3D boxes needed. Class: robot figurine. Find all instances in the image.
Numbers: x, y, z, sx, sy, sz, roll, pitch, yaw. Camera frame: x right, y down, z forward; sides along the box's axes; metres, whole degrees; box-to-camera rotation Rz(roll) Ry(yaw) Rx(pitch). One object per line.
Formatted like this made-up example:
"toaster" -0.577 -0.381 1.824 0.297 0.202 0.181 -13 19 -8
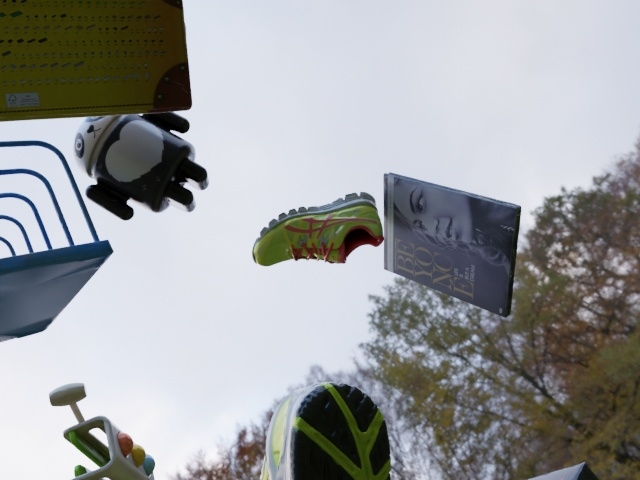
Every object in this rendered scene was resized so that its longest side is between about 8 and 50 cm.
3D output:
"robot figurine" -0.373 -0.165 1.253 0.173 0.278 0.209 -60 2 38

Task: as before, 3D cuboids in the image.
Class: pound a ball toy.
"pound a ball toy" -0.484 0.466 1.376 0.136 0.208 0.319 -20 -36 -9

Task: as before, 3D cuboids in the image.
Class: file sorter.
"file sorter" -0.263 0.012 0.464 0.118 0.104 0.170 -13 -18 -46

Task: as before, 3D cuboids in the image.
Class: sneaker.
"sneaker" 0.000 0.000 0.896 0.209 0.094 0.081 -21 -31 -5
"sneaker" 0.001 0.350 0.642 0.145 0.147 0.384 11 -106 -21

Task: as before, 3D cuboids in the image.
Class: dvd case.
"dvd case" 0.178 0.001 0.866 0.018 0.221 0.164 -24 -58 -38

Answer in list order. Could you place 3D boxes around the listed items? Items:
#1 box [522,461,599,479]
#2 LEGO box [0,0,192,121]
"box" 0.297 0.455 0.806 0.270 0.143 0.165 -32 -9 -44
"LEGO box" -0.476 -0.263 0.830 0.501 0.372 0.193 -10 -74 -28
